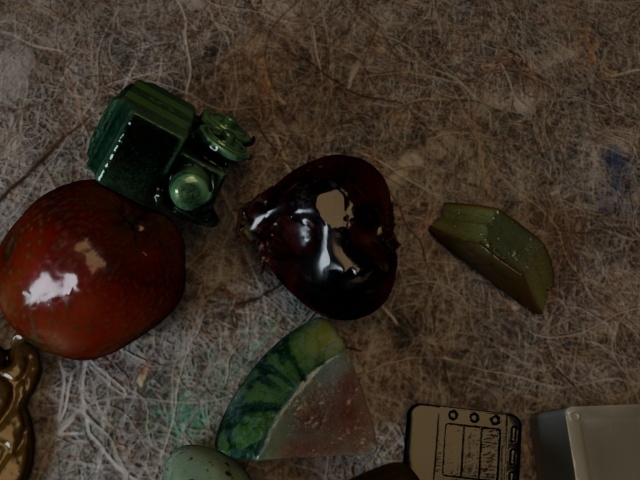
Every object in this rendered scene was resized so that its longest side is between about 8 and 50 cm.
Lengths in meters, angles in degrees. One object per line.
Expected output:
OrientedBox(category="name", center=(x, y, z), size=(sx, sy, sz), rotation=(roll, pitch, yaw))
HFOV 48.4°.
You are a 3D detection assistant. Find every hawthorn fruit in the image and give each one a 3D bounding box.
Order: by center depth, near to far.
OrientedBox(category="hawthorn fruit", center=(-0.357, 0.054, 1.084), size=(0.275, 0.275, 0.299), rotation=(44, 85, 8))

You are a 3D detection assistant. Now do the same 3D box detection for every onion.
OrientedBox(category="onion", center=(0.020, 0.000, 1.175), size=(0.281, 0.221, 0.281), rotation=(3, 76, -12))

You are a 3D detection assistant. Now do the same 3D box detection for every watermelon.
OrientedBox(category="watermelon", center=(-0.028, 0.268, 1.111), size=(0.261, 0.213, 0.201), rotation=(-45, 98, -13))

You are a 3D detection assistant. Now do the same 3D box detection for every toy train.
OrientedBox(category="toy train", center=(-0.240, -0.151, 1.158), size=(0.238, 0.299, 0.167), rotation=(28, 105, -17))

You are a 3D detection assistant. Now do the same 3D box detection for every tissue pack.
OrientedBox(category="tissue pack", center=(0.450, 0.392, 1.137), size=(0.159, 0.136, 0.246), rotation=(0, 72, -7))

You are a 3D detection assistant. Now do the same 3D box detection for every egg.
OrientedBox(category="egg", center=(-0.173, 0.380, 1.067), size=(0.164, 0.131, 0.131), rotation=(36, 70, 21))

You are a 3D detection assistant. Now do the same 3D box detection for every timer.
OrientedBox(category="timer", center=(0.231, 0.348, 1.168), size=(0.187, 0.055, 0.144), rotation=(7, 77, 0))

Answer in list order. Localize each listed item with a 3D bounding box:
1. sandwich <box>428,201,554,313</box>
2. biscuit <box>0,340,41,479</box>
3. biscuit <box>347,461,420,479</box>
OrientedBox(category="sandwich", center=(0.321, 0.018, 1.275), size=(0.258, 0.096, 0.094), rotation=(36, 65, 3))
OrientedBox(category="biscuit", center=(-0.595, 0.264, 1.083), size=(0.350, 0.070, 0.394), rotation=(-34, 78, -16))
OrientedBox(category="biscuit", center=(-0.007, 0.420, 0.957), size=(0.314, 0.367, 0.063), rotation=(-34, 84, 18))
